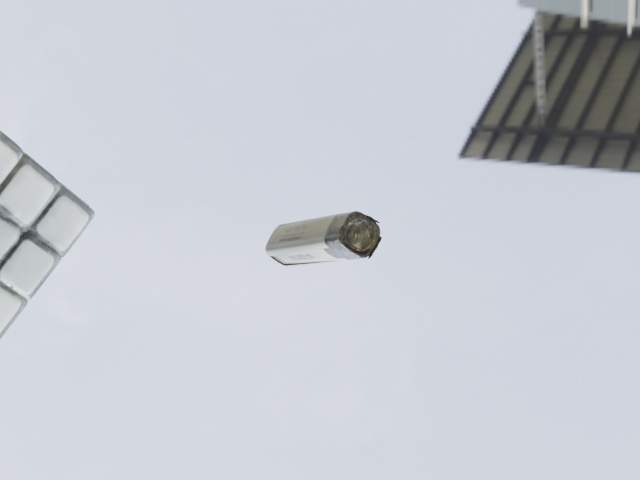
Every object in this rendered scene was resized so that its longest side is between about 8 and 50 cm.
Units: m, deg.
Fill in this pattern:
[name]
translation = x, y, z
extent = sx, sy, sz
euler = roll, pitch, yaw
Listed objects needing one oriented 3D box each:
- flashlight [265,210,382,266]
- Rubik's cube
[flashlight]
translation = 0.000, 0.000, 0.513
extent = 0.018, 0.018, 0.083
euler = -63, -160, -15
[Rubik's cube]
translation = -0.454, -0.034, 1.237
extent = 0.253, 0.256, 0.259
euler = 29, -100, 42
